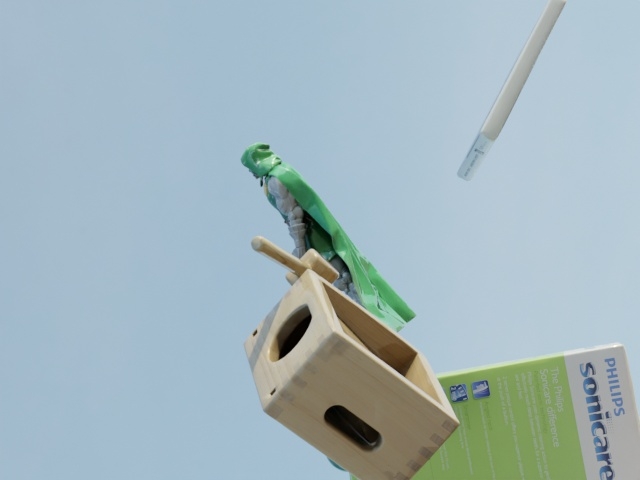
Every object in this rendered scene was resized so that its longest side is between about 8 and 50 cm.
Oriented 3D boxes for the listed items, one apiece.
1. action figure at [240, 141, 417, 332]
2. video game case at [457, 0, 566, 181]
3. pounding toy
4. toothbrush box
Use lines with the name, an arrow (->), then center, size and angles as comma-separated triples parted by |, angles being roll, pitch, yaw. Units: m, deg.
action figure -> 0.000, 0.000, 1.807 | 0.063, 0.232, 0.137 | -36, -3, 4
video game case -> 0.218, -0.172, 2.127 | 0.190, 0.022, 0.173 | -61, -3, -14
pounding toy -> -0.009, 0.083, 1.437 | 0.181, 0.206, 0.094 | 37, -80, -20
toothbrush box -> 0.174, 0.224, 1.806 | 0.122, 0.283, 0.206 | 12, -113, -82
